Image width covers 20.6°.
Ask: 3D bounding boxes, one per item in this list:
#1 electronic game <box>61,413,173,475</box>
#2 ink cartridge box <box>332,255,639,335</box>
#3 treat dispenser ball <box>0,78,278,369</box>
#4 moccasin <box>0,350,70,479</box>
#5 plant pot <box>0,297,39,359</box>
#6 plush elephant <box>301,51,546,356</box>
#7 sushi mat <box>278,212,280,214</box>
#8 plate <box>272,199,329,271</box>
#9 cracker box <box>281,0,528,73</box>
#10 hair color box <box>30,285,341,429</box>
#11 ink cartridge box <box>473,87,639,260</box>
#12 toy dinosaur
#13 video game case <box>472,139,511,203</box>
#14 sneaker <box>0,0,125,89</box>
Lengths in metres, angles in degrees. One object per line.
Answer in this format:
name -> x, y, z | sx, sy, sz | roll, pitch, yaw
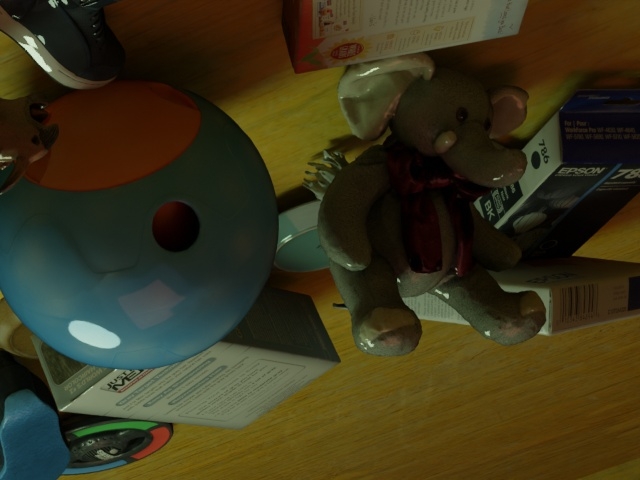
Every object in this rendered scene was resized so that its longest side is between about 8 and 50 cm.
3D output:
electronic game -> -0.336, 0.310, 2.682 | 0.229, 0.048, 0.229 | -13, 156, -6
ink cartridge box -> 0.240, 0.058, 2.284 | 0.330, 0.071, 0.324 | 7, -171, 37
treat dispenser ball -> -0.185, -0.016, 1.735 | 0.288, 0.288, 0.288 | -13, 157, -6
moccasin -> -0.412, 0.253, 2.435 | 0.138, 0.117, 0.342 | -19, 155, -24
plant pot -> -0.308, 0.101, 2.249 | 0.236, 0.032, 0.236 | -14, 157, -6
plush elephant -> 0.124, -0.066, 1.887 | 0.272, 0.330, 0.255 | 3, 128, -39
sushi mat -> -0.186, 0.054, 2.172 | 0.151, 0.019, 0.316 | 7, 141, -48
plate -> 0.000, 0.000, 2.156 | 0.188, 0.024, 0.188 | -14, 155, -7
cracker box -> 0.084, -0.240, 1.672 | 0.232, 0.067, 0.155 | -10, 157, -9
hair color box -> -0.160, 0.136, 2.203 | 0.185, 0.113, 0.374 | -36, 155, 23
ink cartridge box -> 0.305, -0.073, 2.134 | 0.165, 0.065, 0.332 | -3, 153, -24
toy dinosaur -> -0.363, -0.084, 1.582 | 0.127, 0.200, 0.296 | 2, 152, -35
video game case -> 0.171, -0.059, 2.193 | 0.193, 0.023, 0.212 | -28, 153, 28
sneaker -> -0.189, -0.214, 1.539 | 0.163, 0.086, 0.226 | -20, 155, 18
